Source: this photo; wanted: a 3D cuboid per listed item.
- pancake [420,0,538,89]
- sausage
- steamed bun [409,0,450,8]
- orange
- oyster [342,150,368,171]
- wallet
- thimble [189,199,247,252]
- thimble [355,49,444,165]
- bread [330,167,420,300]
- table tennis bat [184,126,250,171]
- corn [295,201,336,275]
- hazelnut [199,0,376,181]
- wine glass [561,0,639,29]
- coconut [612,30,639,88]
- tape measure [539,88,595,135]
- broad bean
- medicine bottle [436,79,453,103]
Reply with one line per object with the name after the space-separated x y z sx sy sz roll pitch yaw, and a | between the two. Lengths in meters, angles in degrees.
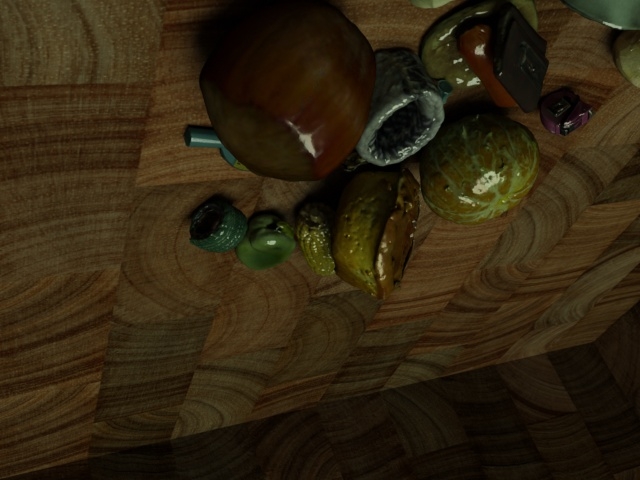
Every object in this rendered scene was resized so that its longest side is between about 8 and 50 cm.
0.372 -0.455 1.830 0.294 0.049 0.294 -18 152 -10 | pancake
0.397 -0.395 1.813 0.089 0.083 0.300 -16 154 27 | sausage
0.225 -0.523 1.465 0.170 0.239 0.152 -21 110 1 | steamed bun
0.415 -0.190 2.092 0.329 0.249 0.329 -19 158 -8 | orange
0.140 -0.230 2.027 0.163 0.081 0.191 -17 177 43 | oyster
0.445 -0.404 1.763 0.049 0.182 0.229 7 171 36 | wallet
-0.260 -0.036 2.002 0.135 0.118 0.090 -21 150 29 | thimble
0.161 -0.305 1.822 0.217 0.157 0.245 -12 149 -24 | thimble
0.146 -0.023 2.103 0.204 0.337 0.358 10 154 10 | bread
-0.155 -0.235 1.833 0.329 0.044 0.215 -4 146 -33 | table tennis bat
0.000 0.000 2.235 0.130 0.130 0.347 -20 154 -6 | corn
-0.054 -0.285 1.563 0.366 0.366 0.366 -17 150 -10 | hazelnut
0.644 -0.639 1.522 0.267 0.267 0.406 -7 144 -26 | wine glass
0.829 -0.472 1.993 0.194 0.194 0.194 -17 150 -10 | coconut
0.655 -0.347 2.135 0.125 0.118 0.074 -40 149 -6 | tape measure
-0.147 0.008 2.184 0.169 0.100 0.228 6 152 -29 | broad bean
0.260 -0.307 1.940 0.053 0.090 0.208 19 144 -9 | medicine bottle
